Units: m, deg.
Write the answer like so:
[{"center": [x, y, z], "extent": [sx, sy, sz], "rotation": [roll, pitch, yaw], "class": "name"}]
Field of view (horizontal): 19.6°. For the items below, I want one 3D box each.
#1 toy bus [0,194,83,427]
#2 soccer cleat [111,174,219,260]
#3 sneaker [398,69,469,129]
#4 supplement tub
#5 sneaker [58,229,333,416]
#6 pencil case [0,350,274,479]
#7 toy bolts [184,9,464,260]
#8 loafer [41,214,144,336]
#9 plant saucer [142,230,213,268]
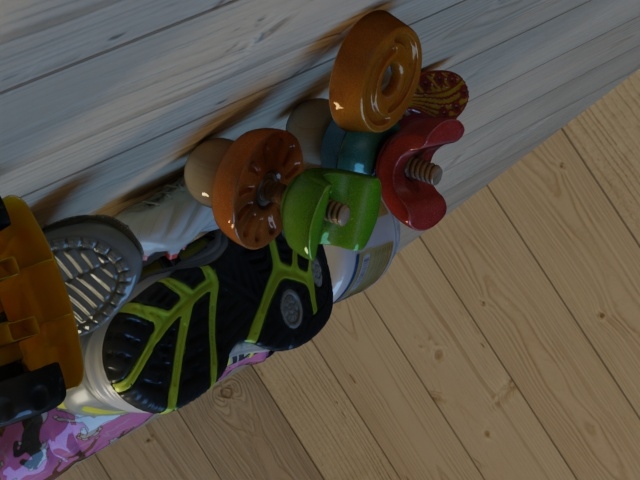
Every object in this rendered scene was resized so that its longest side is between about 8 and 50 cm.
[{"center": [-0.294, 0.069, 1.170], "extent": [0.211, 0.149, 0.220], "rotation": [-18, 180, 28], "class": "toy bus"}, {"center": [-0.110, -0.036, 1.616], "extent": [0.196, 0.068, 0.076], "rotation": [-15, 122, -43], "class": "soccer cleat"}, {"center": [0.077, -0.131, 1.890], "extent": [0.175, 0.064, 0.067], "rotation": [-24, -169, -30], "class": "sneaker"}, {"center": [0.000, 0.000, 2.065], "extent": [0.144, 0.144, 0.199], "rotation": [-35, 174, 22], "class": "supplement tub"}, {"center": [-0.122, 0.059, 1.721], "extent": [0.147, 0.145, 0.384], "rotation": [-10, -174, 33], "class": "sneaker"}, {"center": [-0.245, 0.158, 2.043], "extent": [0.386, 0.167, 0.160], "rotation": [-32, -150, -9], "class": "pencil case"}, {"center": [0.005, -0.100, 1.563], "extent": [0.228, 0.158, 0.218], "rotation": [-5, 113, -58], "class": "toy bolts"}, {"center": [-0.227, 0.033, 1.474], "extent": [0.251, 0.094, 0.087], "rotation": [-26, -155, 39], "class": "loafer"}, {"center": [-0.194, 0.028, 1.766], "extent": [0.278, 0.041, 0.278], "rotation": [-33, 175, -3], "class": "plant saucer"}]
